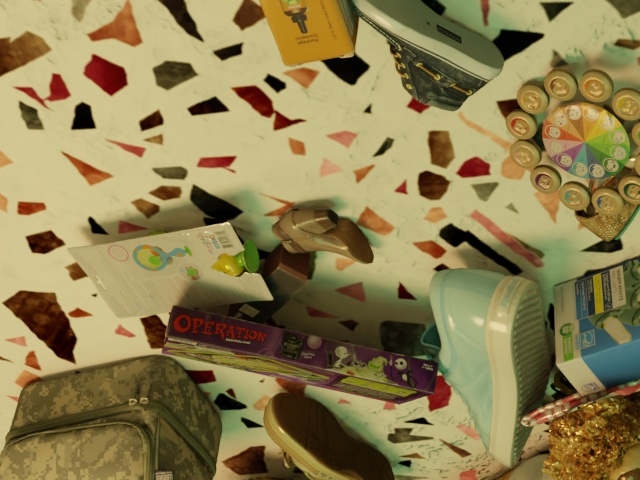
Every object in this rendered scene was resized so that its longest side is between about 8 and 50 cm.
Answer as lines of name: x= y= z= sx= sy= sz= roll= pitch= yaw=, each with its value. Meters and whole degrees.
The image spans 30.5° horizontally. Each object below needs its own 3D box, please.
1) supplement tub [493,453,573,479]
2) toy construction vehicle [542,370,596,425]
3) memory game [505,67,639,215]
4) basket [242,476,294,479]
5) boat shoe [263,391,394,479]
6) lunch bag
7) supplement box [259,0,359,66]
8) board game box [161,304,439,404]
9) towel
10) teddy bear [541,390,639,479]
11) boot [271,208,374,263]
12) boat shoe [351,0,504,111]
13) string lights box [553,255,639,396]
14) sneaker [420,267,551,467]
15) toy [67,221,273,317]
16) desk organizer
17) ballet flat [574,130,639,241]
supplement tub: x=0.320 y=0.460 z=1.767 sx=0.228 sy=0.228 sz=0.316 roll=29 pitch=133 yaw=-22
toy construction vehicle: x=0.349 y=0.227 z=1.661 sx=0.098 sy=0.035 sz=0.086 roll=31 pitch=127 yaw=-18
memory game: x=0.286 y=-0.105 z=1.271 sx=0.186 sy=0.012 sz=0.186 roll=20 pitch=136 yaw=21
basket: x=-0.088 y=0.531 z=1.871 sx=0.213 sy=0.299 sz=0.223 roll=17 pitch=-178 yaw=23
boat shoe: x=0.000 y=0.326 z=1.757 sx=0.089 sy=0.104 sz=0.285 roll=-27 pitch=128 yaw=28
lunch bag: x=-0.309 y=0.337 z=1.700 sx=0.305 sy=0.256 sz=0.212 roll=-12 pitch=134 yaw=19
supplement box: x=-0.030 y=-0.282 z=1.130 sx=0.078 sy=0.080 sz=0.233 roll=-7 pitch=134 yaw=16
board game box: x=-0.035 y=0.156 z=1.556 sx=0.347 sy=0.056 sz=0.208 roll=13 pitch=163 yaw=-7
towel: x=0.369 y=0.198 z=1.528 sx=0.197 sy=0.029 sz=0.144 roll=-28 pitch=167 yaw=28
teddy bear: x=0.439 y=0.245 z=1.515 sx=0.245 sy=0.113 sz=0.338 roll=-31 pitch=161 yaw=31
boot: x=0.000 y=0.000 z=1.460 sx=0.087 sy=0.042 sz=0.118 roll=-18 pitch=131 yaw=33
boat shoe: x=0.094 y=-0.196 z=1.212 sx=0.183 sy=0.065 sz=0.083 roll=26 pitch=133 yaw=-20
string lights box: x=0.417 y=0.083 z=1.418 sx=0.260 sy=0.133 sz=0.077 roll=-23 pitch=128 yaw=28
sneaker: x=0.214 y=0.158 z=1.553 sx=0.150 sy=0.135 sz=0.366 roll=19 pitch=141 yaw=27
toy: x=-0.185 y=0.028 z=1.495 sx=0.237 sy=0.056 sz=0.137 roll=-6 pitch=132 yaw=26
desk organizer: x=-0.067 y=0.059 z=1.519 sx=0.047 sy=0.050 sz=0.130 roll=29 pitch=133 yaw=-21
ballet flat: x=0.344 y=-0.076 z=1.306 sx=0.067 sy=0.073 sz=0.206 roll=22 pitch=134 yaw=-3
